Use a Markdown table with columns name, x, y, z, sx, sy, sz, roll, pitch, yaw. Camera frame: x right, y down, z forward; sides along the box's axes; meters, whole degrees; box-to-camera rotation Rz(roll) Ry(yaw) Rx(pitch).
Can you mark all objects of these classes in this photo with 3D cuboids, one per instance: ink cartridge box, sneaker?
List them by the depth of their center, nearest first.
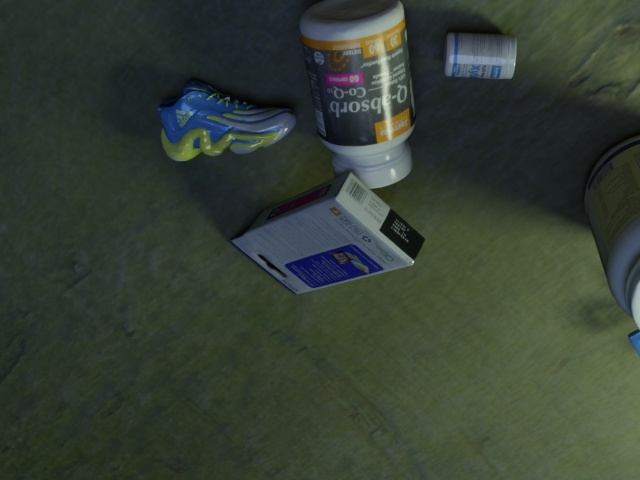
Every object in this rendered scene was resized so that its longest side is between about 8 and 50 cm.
| name | x | y | z | sx | sy | sz | roll | pitch | yaw |
| --- | --- | --- | --- | --- | --- | --- | --- | --- | --- |
| sneaker | -0.165 | -0.208 | 1.505 | 0.240 | 0.091 | 0.126 | -12 | 120 | 14 |
| ink cartridge box | 0.000 | 0.000 | 1.579 | 0.176 | 0.069 | 0.371 | 40 | 149 | -19 |

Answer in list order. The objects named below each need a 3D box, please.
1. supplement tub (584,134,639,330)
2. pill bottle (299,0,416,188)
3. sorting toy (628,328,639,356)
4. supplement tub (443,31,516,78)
| name | x | y | z | sx | sy | sz | roll | pitch | yaw |
| --- | --- | --- | --- | --- | --- | --- | --- | --- | --- |
| supplement tub | 0.556 | -0.004 | 1.431 | 0.235 | 0.325 | 0.235 | 2 | 123 | 4 |
| pill bottle | 0.065 | -0.232 | 1.426 | 0.162 | 0.162 | 0.278 | -6 | 122 | 9 |
| sorting toy | 0.718 | 0.101 | 1.646 | 0.196 | 0.047 | 0.348 | 37 | 112 | -23 |
| supplement tub | 0.248 | -0.289 | 1.426 | 0.107 | 0.071 | 0.071 | 4 | 123 | 4 |
